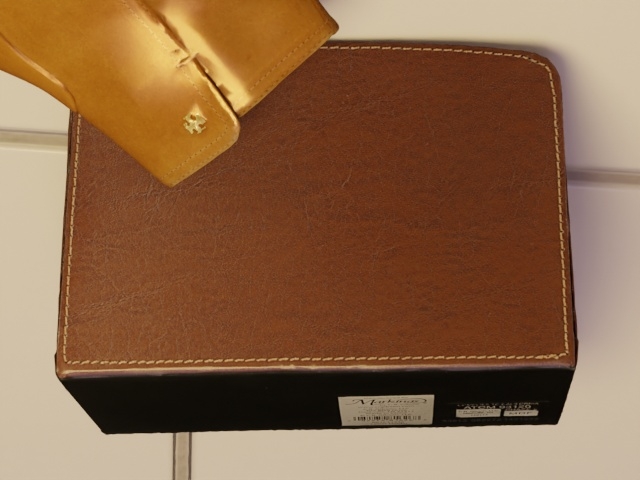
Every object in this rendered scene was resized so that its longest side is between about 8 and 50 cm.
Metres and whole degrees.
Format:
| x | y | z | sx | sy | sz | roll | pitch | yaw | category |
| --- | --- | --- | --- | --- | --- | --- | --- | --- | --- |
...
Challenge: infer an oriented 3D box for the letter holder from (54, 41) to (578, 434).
| x | y | z | sx | sy | sz | roll | pitch | yaw | category |
| --- | --- | --- | --- | --- | --- | --- | --- | --- | --- |
| 0.000 | 0.000 | 1.048 | 0.302 | 0.214 | 0.152 | -2 | 160 | 3 | letter holder |

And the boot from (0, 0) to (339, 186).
| x | y | z | sx | sy | sz | roll | pitch | yaw | category |
| --- | --- | --- | --- | --- | --- | --- | --- | --- | --- |
| -0.156 | -0.109 | 0.953 | 0.295 | 0.104 | 0.211 | -32 | 105 | 16 | boot |
